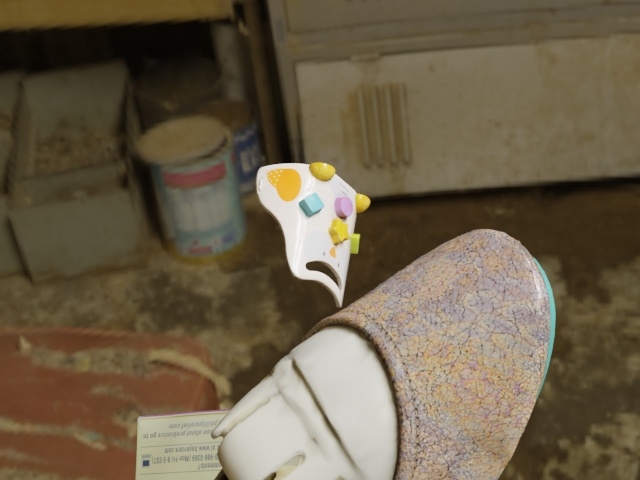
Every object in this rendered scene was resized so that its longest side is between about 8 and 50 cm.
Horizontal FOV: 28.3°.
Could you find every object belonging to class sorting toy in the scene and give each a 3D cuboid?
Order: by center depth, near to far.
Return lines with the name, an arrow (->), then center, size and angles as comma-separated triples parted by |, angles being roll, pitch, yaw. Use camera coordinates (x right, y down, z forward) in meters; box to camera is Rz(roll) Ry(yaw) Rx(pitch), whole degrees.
sorting toy -> 0.000, 0.000, 0.783 | 0.044, 0.083, 0.075 | -18, 54, 30

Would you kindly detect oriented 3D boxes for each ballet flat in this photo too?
ballet flat -> -0.010, 0.120, 0.577 | 0.106, 0.316, 0.108 | 1, 43, -37

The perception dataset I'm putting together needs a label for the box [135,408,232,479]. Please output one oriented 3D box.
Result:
box -> -0.045, 0.267, 0.995 | 0.117, 0.213, 0.243 | -6, 72, 22
